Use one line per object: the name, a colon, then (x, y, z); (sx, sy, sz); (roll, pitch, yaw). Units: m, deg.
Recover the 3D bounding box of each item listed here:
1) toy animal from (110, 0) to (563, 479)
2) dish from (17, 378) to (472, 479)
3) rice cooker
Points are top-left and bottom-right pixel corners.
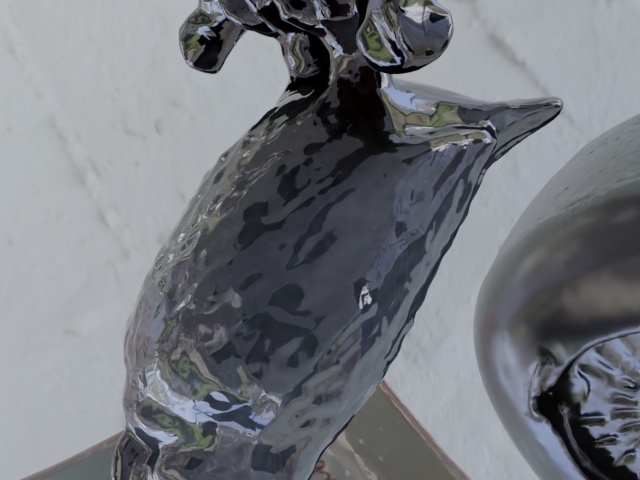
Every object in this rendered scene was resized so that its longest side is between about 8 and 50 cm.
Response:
toy animal: (0.002, 0.004, 0.360); (0.117, 0.121, 0.210); (6, -85, -28)
dish: (-0.041, 0.147, 0.578); (0.212, 0.077, 0.151); (-28, -124, -21)
rice cooker: (0.232, 0.054, 0.762); (0.267, 0.267, 0.224); (13, -147, 14)
